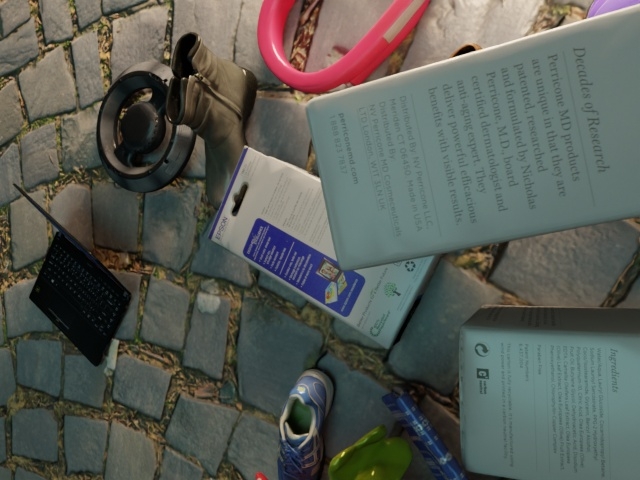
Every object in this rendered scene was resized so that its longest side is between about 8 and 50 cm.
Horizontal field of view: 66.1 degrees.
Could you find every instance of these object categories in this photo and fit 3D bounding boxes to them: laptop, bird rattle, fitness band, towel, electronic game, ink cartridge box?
[{"bbox_3d":[-0.480,0.072,0.902,0.234,0.136,0.264,36,105,21],"label":"laptop"},{"bbox_3d":[0.040,0.362,0.637,0.253,0.206,0.143,-43,34,31],"label":"bird rattle"},{"bbox_3d":[0.034,-0.347,0.710,0.291,0.054,0.209,-43,71,18],"label":"fitness band"},{"bbox_3d":[0.173,0.321,0.553,0.040,0.243,0.336,-32,75,-5],"label":"towel"},{"bbox_3d":[-0.311,-0.199,0.869,0.229,0.048,0.230,0,90,26],"label":"electronic game"},{"bbox_3d":[0.000,0.000,0.720,0.332,0.065,0.166,30,103,20],"label":"ink cartridge box"}]

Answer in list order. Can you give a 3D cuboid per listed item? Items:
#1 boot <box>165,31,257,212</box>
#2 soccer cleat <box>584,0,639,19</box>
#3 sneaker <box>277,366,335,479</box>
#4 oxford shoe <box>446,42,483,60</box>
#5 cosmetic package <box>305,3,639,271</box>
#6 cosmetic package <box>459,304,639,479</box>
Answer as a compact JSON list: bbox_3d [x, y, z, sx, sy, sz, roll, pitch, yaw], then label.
[{"bbox_3d":[-0.176,-0.168,0.745,0.083,0.161,0.247,7,93,25],"label":"boot"},{"bbox_3d":[0.437,-0.285,0.484,0.318,0.116,0.109,-13,85,24],"label":"soccer cleat"},{"bbox_3d":[-0.036,0.298,0.730,0.080,0.081,0.211,9,96,23],"label":"sneaker"},{"bbox_3d":[0.142,-0.161,0.647,0.076,0.076,0.212,34,106,19],"label":"oxford shoe"},{"bbox_3d":[0.240,-0.099,0.474,0.452,0.230,0.162,-11,92,15],"label":"cosmetic package"},{"bbox_3d":[0.340,0.149,0.493,0.365,0.197,0.155,-1,89,26],"label":"cosmetic package"}]
